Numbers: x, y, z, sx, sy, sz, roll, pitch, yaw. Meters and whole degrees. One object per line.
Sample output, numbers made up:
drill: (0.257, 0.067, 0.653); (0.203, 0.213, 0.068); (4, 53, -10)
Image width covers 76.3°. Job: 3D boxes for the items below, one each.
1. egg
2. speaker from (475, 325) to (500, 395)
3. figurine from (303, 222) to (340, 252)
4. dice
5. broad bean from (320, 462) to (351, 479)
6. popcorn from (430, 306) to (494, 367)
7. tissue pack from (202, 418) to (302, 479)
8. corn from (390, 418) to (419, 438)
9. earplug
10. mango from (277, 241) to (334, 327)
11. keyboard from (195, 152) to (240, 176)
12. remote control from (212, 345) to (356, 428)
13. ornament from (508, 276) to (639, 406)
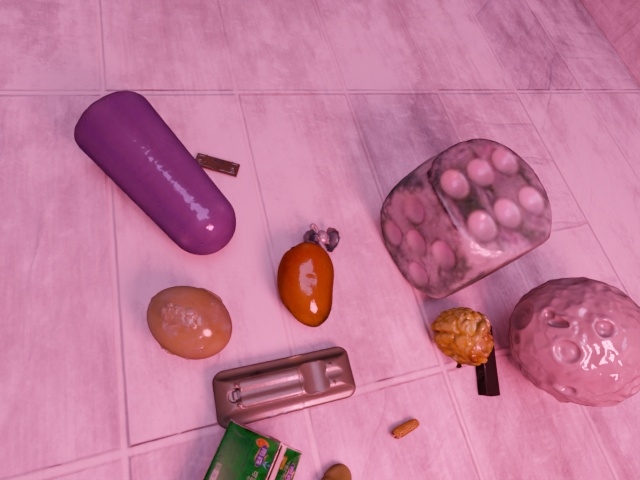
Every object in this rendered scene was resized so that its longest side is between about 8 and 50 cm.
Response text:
egg: (-0.298, 0.184, 0.934); (0.201, 0.164, 0.164); (26, 60, 3)
speaker: (0.463, 0.334, 1.143); (0.046, 0.040, 0.191); (11, 62, -13)
figurine: (0.000, 0.000, 1.150); (0.086, 0.082, 0.094); (16, 51, -33)
dice: (0.394, -0.055, 1.141); (0.328, 0.348, 0.330); (-22, 71, -22)
broad bean: (0.035, 0.545, 0.918); (0.083, 0.045, 0.063); (-21, 61, -32)
popcorn: (0.383, 0.262, 1.095); (0.173, 0.173, 0.142); (26, 44, -2)
tissue pack: (-0.140, 0.510, 0.833); (0.148, 0.156, 0.209); (4, 57, 34)
corn: (0.209, 0.469, 1.012); (0.083, 0.028, 0.027); (-15, 64, -26)
earplug: (-0.398, -0.152, 1.053); (0.456, 0.215, 0.215); (47, 62, 5)
mango: (-0.039, 0.112, 1.064); (0.151, 0.120, 0.221); (7, 72, -13)
keyboard: (-0.308, -0.225, 1.214); (0.129, 0.015, 0.049); (14, 57, -9)
remote control: (-0.081, 0.343, 0.970); (0.335, 0.065, 0.128); (-7, 65, -19)
ornament: (0.667, 0.255, 1.073); (0.337, 0.337, 0.337); (6, 63, -13)
